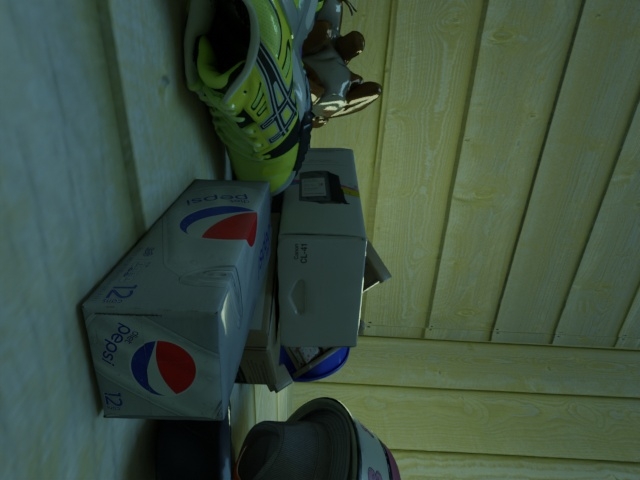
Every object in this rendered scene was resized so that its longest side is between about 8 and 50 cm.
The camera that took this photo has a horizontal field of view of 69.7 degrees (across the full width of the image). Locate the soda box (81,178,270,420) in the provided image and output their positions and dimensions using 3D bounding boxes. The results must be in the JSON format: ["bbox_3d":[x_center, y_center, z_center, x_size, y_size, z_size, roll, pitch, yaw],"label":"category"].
[{"bbox_3d":[-0.107,0.027,0.434,0.286,0.090,0.098,-87,179,-66],"label":"soda box"}]

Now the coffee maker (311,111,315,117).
[{"bbox_3d":[-0.075,-0.268,1.236,0.171,0.120,0.179,-89,-178,-59],"label":"coffee maker"}]

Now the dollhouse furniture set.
[{"bbox_3d":[-0.022,0.109,1.039,0.173,0.355,0.304,-40,-102,39],"label":"dollhouse furniture set"}]

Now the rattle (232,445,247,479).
[{"bbox_3d":[-0.156,0.451,0.726,0.130,0.142,0.200,-30,-112,52],"label":"rattle"}]

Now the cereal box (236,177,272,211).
[{"bbox_3d":[-0.119,-0.123,0.848,0.173,0.047,0.240,-89,-178,-48],"label":"cereal box"}]

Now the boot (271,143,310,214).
[{"bbox_3d":[-0.063,-0.133,1.021,0.223,0.118,0.339,-109,-163,-55],"label":"boot"}]

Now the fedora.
[{"bbox_3d":[-0.077,0.421,0.863,0.275,0.124,0.244,-43,-155,38],"label":"fedora"}]

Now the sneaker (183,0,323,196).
[{"bbox_3d":[-0.095,-0.184,0.537,0.147,0.145,0.385,-50,160,-33],"label":"sneaker"}]

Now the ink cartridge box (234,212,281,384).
[{"bbox_3d":[-0.110,0.099,0.767,0.193,0.088,0.235,90,2,-57],"label":"ink cartridge box"}]

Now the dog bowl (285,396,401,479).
[{"bbox_3d":[0.000,0.537,0.914,0.408,0.150,0.408,-48,-159,25],"label":"dog bowl"}]

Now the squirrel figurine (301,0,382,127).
[{"bbox_3d":[-0.021,-0.564,1.426,0.397,0.280,0.371,155,-74,-71],"label":"squirrel figurine"}]

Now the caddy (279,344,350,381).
[{"bbox_3d":[-0.031,0.246,1.292,0.341,0.240,0.180,-61,150,-59],"label":"caddy"}]

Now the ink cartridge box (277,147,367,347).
[{"bbox_3d":[0.000,0.000,0.797,0.306,0.131,0.226,-92,-177,-56],"label":"ink cartridge box"}]

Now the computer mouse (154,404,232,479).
[{"bbox_3d":[-0.131,0.205,0.492,0.272,0.072,0.189,-147,-123,-76],"label":"computer mouse"}]
